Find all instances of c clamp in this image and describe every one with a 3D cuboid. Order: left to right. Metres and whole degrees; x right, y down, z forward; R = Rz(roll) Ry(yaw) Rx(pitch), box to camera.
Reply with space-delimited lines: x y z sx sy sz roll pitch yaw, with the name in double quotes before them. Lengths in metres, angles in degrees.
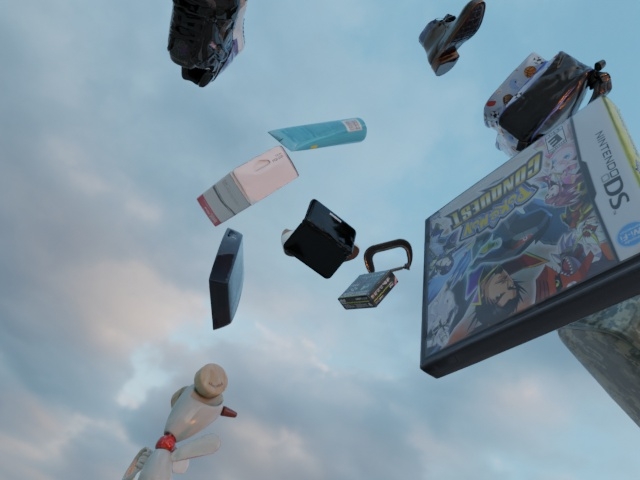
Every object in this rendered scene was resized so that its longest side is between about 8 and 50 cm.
"c clamp" 0.188 0.068 1.452 0.161 0.022 0.137 -20 -81 0

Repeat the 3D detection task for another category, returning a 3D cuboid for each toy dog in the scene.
"toy dog" -0.301 0.468 1.236 0.161 0.333 0.220 38 -36 -14

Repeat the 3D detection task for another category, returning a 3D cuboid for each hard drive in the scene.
"hard drive" -0.237 0.093 1.335 0.054 0.254 0.171 2 -60 0

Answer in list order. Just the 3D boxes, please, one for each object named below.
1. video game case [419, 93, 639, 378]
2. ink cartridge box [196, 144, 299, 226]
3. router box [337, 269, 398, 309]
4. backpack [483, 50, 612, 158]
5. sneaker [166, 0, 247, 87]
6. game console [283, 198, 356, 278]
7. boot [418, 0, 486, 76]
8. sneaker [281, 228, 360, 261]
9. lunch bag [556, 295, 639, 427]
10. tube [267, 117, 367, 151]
"video game case" 0.221 -0.003 0.573 0.035 0.248 0.275 34 -48 -20
"ink cartridge box" -0.176 -0.127 1.230 0.092 0.159 0.218 58 -34 -6
"router box" 0.109 0.115 1.194 0.038 0.092 0.123 54 -31 -12
"backpack" 0.540 -0.313 1.299 0.213 0.276 0.263 48 2 28
"sneaker" -0.185 -0.333 0.804 0.107 0.124 0.283 31 -12 5
"game console" 0.001 -0.004 1.043 0.122 0.107 0.071 37 -49 -19
"boot" 0.283 -0.477 1.158 0.106 0.082 0.219 60 -21 14
"sneaker" 0.000 0.000 1.834 0.291 0.123 0.105 9 -56 -23
"lunch bag" 0.535 0.138 0.722 0.305 0.256 0.212 48 -8 6
"tube" 0.002 -0.210 1.026 0.080 0.207 0.052 38 -49 37
